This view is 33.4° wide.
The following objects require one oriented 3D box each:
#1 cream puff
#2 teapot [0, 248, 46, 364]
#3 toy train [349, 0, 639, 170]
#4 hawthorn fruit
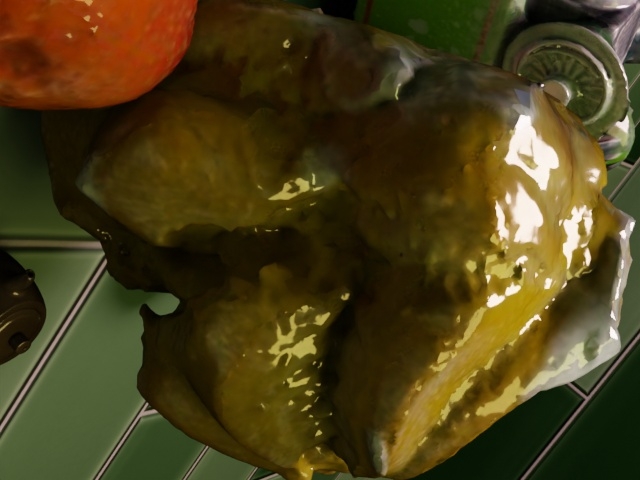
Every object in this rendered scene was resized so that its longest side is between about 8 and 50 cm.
[{"bbox_3d":[0.000,0.000,0.676,0.378,0.378,0.275,-3,115,-62],"label":"cream puff"},{"bbox_3d":[-0.229,0.059,0.742,0.076,0.068,0.121,-16,141,-55],"label":"teapot"},{"bbox_3d":[0.147,-0.145,0.890,0.173,0.249,0.307,-49,162,-37],"label":"toy train"},{"bbox_3d":[-0.176,-0.141,0.449,0.286,0.165,0.165,6,124,-46],"label":"hawthorn fruit"}]
